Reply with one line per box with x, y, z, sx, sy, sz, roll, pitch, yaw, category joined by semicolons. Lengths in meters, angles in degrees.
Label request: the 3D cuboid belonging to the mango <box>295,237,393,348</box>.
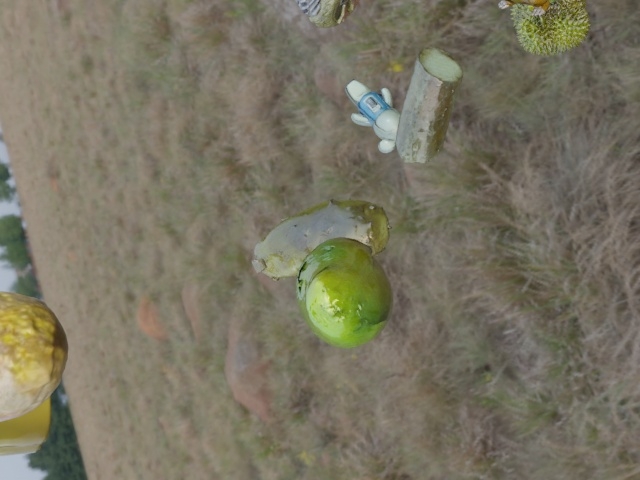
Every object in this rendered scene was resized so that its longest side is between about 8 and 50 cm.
0.025;0.059;0.857;0.125;0.111;0.233;55;-177;10;mango

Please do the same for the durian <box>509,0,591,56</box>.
0.470;-0.452;1.565;0.146;0.198;0.159;-20;119;45;durian

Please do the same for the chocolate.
-0.376;0.129;0.746;0.309;0.134;0.134;-12;94;27;chocolate

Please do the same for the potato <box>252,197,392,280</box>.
0.000;0.000;1.164;0.090;0.225;0.117;56;-152;-46;potato

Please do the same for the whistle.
0.132;-0.293;1.745;0.236;0.114;0.077;52;-174;36;whistle

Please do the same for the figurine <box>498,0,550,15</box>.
0.307;-0.437;1.144;0.121;0.122;0.176;36;178;41;figurine

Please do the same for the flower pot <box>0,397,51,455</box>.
-0.494;0.217;1.067;0.195;0.179;0.195;5;97;52;flower pot

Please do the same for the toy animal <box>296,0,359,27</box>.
0.004;-0.359;1.061;0.137;0.098;0.098;43;-153;-74;toy animal

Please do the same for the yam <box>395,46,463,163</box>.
0.142;-0.175;1.006;0.070;0.069;0.147;50;136;49;yam
